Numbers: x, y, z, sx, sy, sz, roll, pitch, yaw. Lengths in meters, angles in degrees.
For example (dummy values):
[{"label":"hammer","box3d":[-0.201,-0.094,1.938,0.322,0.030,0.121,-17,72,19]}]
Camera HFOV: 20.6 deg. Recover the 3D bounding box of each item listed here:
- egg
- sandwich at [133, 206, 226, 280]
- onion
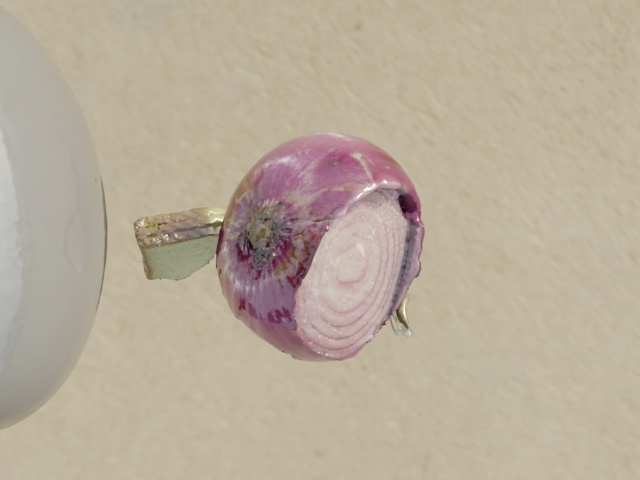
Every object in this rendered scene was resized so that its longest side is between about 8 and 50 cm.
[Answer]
[{"label":"egg","box3d":[-0.190,-0.017,0.835,0.176,0.176,0.232,-25,77,15]},{"label":"sandwich","box3d":[-0.133,0.003,1.781,0.104,0.093,0.036,-12,63,-1]},{"label":"onion","box3d":[-0.010,0.000,1.646,0.200,0.200,0.207,18,123,22]}]
